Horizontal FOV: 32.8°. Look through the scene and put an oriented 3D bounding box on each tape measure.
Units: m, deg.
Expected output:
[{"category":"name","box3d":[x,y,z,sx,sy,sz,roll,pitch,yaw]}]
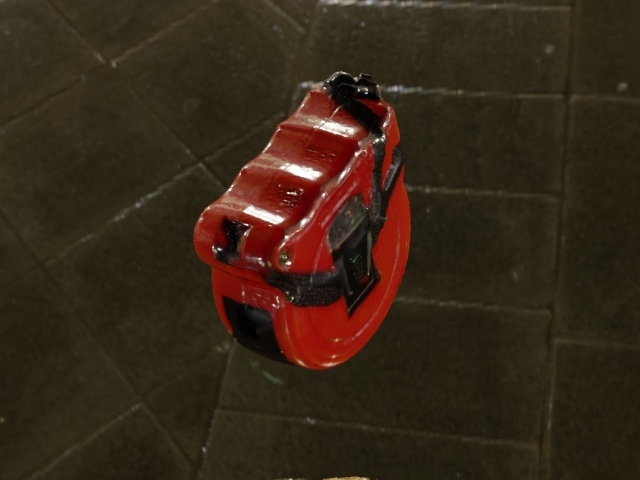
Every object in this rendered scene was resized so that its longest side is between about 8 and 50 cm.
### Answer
[{"category":"tape measure","box3d":[0.000,0.001,1.104,0.114,0.260,0.253,17,53,33]}]

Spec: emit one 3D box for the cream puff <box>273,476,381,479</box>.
[{"category":"cream puff","box3d":[-0.014,0.213,0.623,0.183,0.169,0.183,-14,61,27]}]
